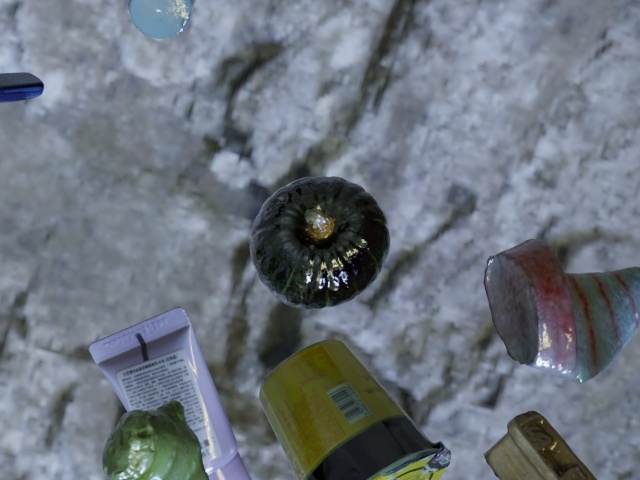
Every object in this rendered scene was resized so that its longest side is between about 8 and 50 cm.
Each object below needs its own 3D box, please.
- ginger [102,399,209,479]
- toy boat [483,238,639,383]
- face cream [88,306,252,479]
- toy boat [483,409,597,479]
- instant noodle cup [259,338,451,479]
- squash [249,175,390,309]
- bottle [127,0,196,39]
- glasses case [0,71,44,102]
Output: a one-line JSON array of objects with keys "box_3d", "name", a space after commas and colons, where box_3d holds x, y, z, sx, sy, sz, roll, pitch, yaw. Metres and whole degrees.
[{"box_3d": [-0.159, 0.285, 1.450, 0.089, 0.137, 0.289, 23, -52, 34], "name": "ginger"}, {"box_3d": [0.358, 0.090, 1.890, 0.096, 0.282, 0.206, -40, -118, 43], "name": "toy boat"}, {"box_3d": [-0.186, 0.232, 1.849, 0.154, 0.273, 0.096, -22, -171, 23], "name": "face cream"}, {"box_3d": [0.272, 0.288, 1.606, 0.061, 0.188, 0.116, -44, 164, 18], "name": "toy boat"}, {"box_3d": [0.034, 0.270, 1.955, 0.236, 0.216, 0.215, 55, -43, 24], "name": "instant noodle cup"}, {"box_3d": [0.000, 0.002, 1.926, 0.156, 0.193, 0.193, -34, -138, 59], "name": "squash"}, {"box_3d": [-0.196, -0.340, 1.815, 0.286, 0.082, 0.082, -91, -158, -64], "name": "bottle"}, {"box_3d": [-0.294, -0.138, 1.292, 0.033, 0.083, 0.023, 36, -59, 31], "name": "glasses case"}]
